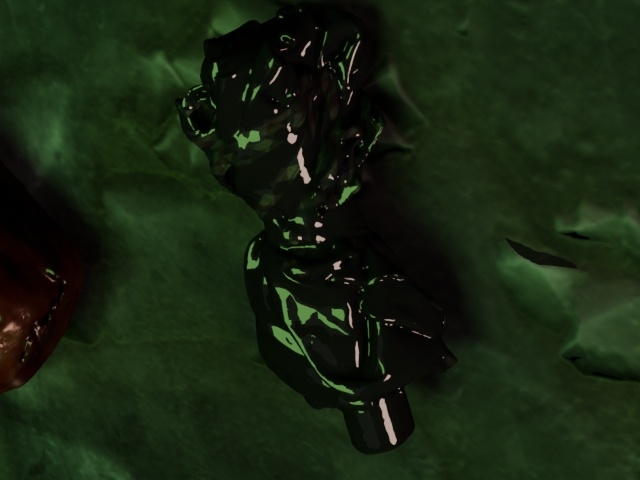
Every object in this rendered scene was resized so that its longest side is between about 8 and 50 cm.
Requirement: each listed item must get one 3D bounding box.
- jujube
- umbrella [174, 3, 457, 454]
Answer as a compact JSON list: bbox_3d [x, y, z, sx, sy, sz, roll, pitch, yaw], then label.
[{"bbox_3d":[-0.313,-0.001,1.255,0.290,0.197,0.197,28,134,6],"label":"jujube"},{"bbox_3d":[-0.001,-0.001,1.039,0.122,0.110,0.272,-14,112,9],"label":"umbrella"}]
